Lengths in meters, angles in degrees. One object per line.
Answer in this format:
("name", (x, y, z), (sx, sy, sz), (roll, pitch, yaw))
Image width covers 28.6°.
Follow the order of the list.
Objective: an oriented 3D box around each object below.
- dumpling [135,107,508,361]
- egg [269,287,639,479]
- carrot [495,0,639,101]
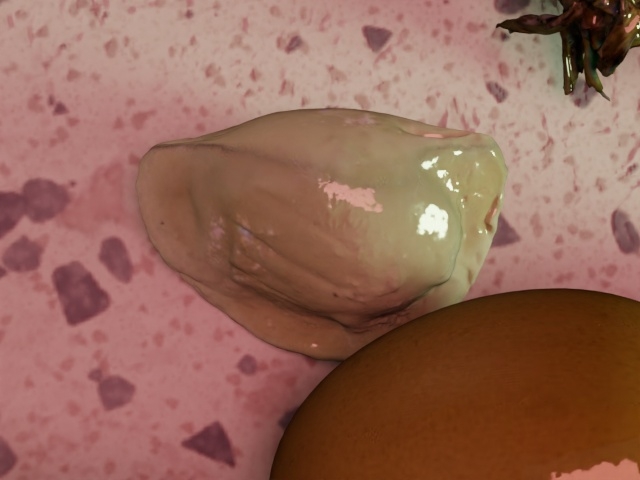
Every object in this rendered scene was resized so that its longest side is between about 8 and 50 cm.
("dumpling", (0.000, 0.000, 0.860), (0.252, 0.131, 0.179), (0, 117, -3))
("egg", (0.126, 0.157, 0.798), (0.323, 0.250, 0.250), (-6, 86, 14))
("carrot", (0.227, -0.274, 0.880), (0.214, 0.193, 0.331), (12, 84, -26))
